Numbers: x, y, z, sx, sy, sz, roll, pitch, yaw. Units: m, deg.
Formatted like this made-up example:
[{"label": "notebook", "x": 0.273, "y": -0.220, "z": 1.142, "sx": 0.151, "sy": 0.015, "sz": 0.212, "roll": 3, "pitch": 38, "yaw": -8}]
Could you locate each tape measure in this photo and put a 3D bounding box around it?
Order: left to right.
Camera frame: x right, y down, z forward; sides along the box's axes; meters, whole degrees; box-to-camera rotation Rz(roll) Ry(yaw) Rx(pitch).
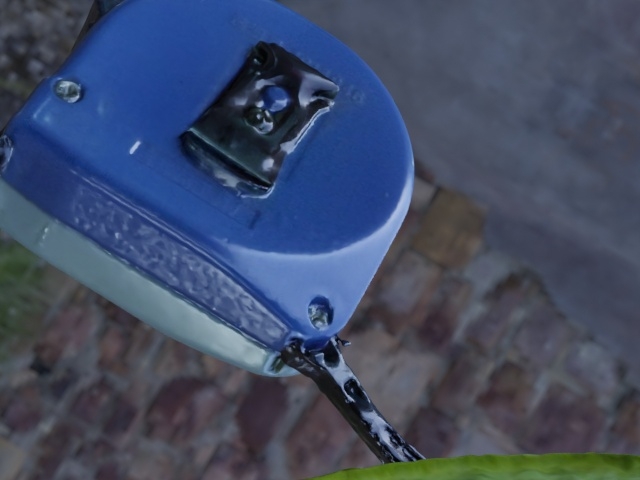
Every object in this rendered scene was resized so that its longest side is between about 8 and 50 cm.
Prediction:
[{"label": "tape measure", "x": 0.000, "y": 0.000, "z": 0.978, "sx": 0.098, "sy": 0.351, "sz": 0.215, "roll": -52, "pitch": -174, "yaw": 47}]

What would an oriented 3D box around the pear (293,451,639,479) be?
[{"label": "pear", "x": 0.103, "y": 0.244, "z": 0.612, "sx": 0.238, "sy": 0.342, "sz": 0.318, "roll": -60, "pitch": 152, "yaw": -80}]
